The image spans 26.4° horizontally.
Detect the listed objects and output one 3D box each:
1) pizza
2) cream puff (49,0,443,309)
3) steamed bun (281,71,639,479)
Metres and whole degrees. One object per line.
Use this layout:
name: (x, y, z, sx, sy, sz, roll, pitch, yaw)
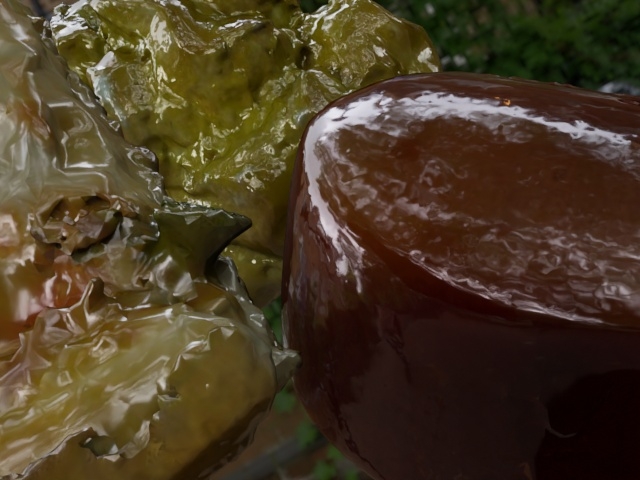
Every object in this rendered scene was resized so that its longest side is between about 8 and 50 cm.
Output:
pizza: (-0.201, 0.035, 0.556, 0.435, 0.391, 0.080, -64, -26, -15)
cream puff: (-0.071, -0.111, 1.071, 0.291, 0.257, 0.324, -41, 24, -8)
steamed bun: (0.154, 0.052, 0.820, 0.379, 0.235, 0.248, 11, 36, 9)
